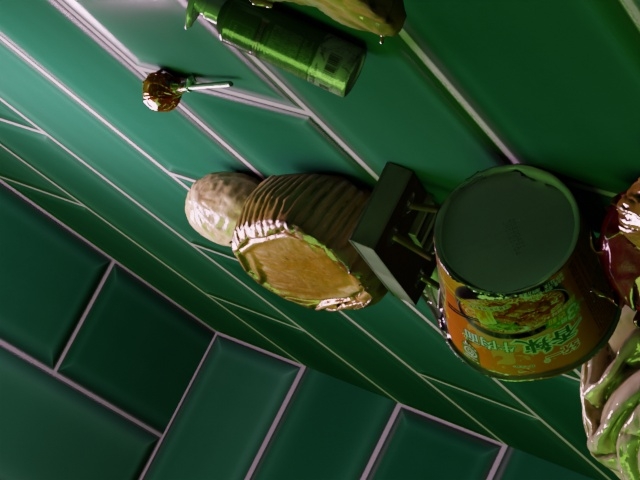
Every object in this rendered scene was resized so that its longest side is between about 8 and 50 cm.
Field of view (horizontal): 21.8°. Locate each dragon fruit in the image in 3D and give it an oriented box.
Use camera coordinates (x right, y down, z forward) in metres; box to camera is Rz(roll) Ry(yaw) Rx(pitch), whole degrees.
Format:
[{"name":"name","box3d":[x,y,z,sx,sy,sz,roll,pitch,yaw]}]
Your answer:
[{"name":"dragon fruit","box3d":[0.365,0.022,1.800,0.136,0.165,0.133,-26,174,36]}]

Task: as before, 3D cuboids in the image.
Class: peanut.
[{"name":"peanut","box3d":[-0.080,-0.025,2.658,0.298,0.120,0.136,22,173,10]}]

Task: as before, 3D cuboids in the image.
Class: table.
[{"name":"table","box3d":[0.141,0.006,2.279,0.111,0.121,0.240,22,168,24]}]

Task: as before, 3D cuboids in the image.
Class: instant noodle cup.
[{"name":"instant noodle cup","box3d":[0.235,0.030,1.967,0.230,0.230,0.182,21,159,26]}]

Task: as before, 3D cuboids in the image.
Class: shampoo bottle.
[{"name":"shampoo bottle","box3d":[-0.053,-0.223,1.835,0.205,0.065,0.065,25,169,8]}]

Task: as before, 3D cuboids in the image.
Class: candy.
[{"name":"candy","box3d":[-0.177,-0.206,2.259,0.060,0.060,0.201,34,160,-33]}]

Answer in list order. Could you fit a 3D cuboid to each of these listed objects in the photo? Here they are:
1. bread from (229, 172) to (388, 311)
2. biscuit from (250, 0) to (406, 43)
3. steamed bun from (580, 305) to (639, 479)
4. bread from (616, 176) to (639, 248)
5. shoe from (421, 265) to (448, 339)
[{"name":"bread","box3d":[0.000,0.000,2.453,0.253,0.142,0.227,-6,132,50]},{"name":"biscuit","box3d":[-0.003,-0.256,1.591,0.183,0.061,0.118,22,166,16]},{"name":"steamed bun","box3d":[0.445,0.182,2.075,0.203,0.276,0.289,46,-174,-27]},{"name":"bread","box3d":[0.432,-0.005,1.643,0.235,0.099,0.210,25,172,-22]},{"name":"shoe","box3d":[0.253,0.110,2.508,0.149,0.109,0.293,25,166,40]}]
